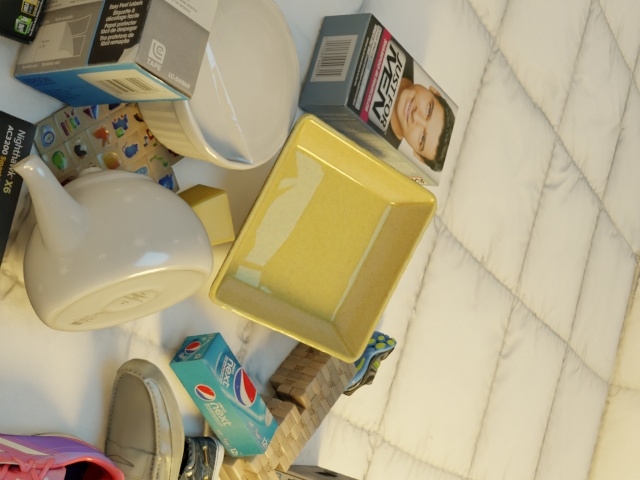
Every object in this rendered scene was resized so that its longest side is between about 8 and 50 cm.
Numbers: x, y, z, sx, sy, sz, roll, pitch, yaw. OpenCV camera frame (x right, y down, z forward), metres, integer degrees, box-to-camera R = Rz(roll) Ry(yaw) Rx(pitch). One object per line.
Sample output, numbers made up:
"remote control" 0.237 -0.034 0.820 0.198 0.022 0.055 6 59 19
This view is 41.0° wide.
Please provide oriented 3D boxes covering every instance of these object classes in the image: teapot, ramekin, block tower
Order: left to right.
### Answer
"teapot" -0.267 -0.006 1.102 0.253 0.256 0.187 -12 72 -32
"ramekin" -0.158 -0.239 1.262 0.273 0.127 0.272 -10 102 -56
"block tower" -0.055 0.300 1.531 0.335 0.091 0.097 -50 133 -35

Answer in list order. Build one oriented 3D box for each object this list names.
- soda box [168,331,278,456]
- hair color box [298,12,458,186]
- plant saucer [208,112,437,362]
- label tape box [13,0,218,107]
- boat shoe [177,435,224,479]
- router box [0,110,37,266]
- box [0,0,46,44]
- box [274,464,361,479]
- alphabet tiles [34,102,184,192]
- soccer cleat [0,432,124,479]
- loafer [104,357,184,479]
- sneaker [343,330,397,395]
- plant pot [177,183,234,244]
"soda box" -0.152 0.249 1.370 0.210 0.071 0.067 62 34 -26
"hair color box" 0.124 -0.260 1.657 0.374 0.114 0.185 31 71 -52
"plant saucer" 0.000 0.000 1.439 0.333 0.081 0.332 29 88 -34
"label tape box" -0.230 -0.341 1.064 0.106 0.241 0.333 27 72 -49
"boat shoe" -0.212 0.402 1.365 0.083 0.065 0.183 24 69 -52
"router box" -0.467 -0.021 0.933 0.243 0.081 0.308 20 80 -53
"box" -0.388 -0.342 0.978 0.184 0.045 0.190 12 103 -55
"box" 0.055 0.483 1.540 0.169 0.290 0.087 22 78 -53
"alphabet tiles" -0.286 -0.122 1.221 0.237 0.009 0.198 -44 128 -41
"soccer cleat" -0.389 0.292 1.059 0.318 0.116 0.108 16 83 -53
"loafer" -0.265 0.330 1.237 0.111 0.112 0.319 -24 115 -58
"sneaker" 0.091 0.249 1.752 0.188 0.067 0.078 -40 147 -45
"plant pot" -0.192 -0.033 1.304 0.083 0.081 0.081 -22 114 -35
